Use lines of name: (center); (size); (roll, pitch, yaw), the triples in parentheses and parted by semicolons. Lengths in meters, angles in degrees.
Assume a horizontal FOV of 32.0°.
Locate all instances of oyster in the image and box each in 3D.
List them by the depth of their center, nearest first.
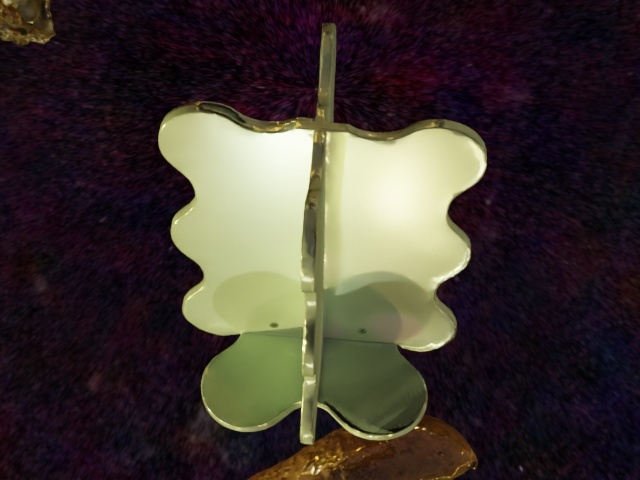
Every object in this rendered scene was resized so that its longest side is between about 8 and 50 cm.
oyster: (-0.266, -0.200, 0.886); (0.056, 0.177, 0.105); (-33, 87, 18)

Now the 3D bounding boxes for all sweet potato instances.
sweet potato: (-0.036, 0.238, 0.922); (0.341, 0.114, 0.092); (-35, 58, 22)

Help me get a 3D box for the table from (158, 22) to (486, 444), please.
table: (0.000, 0.000, 0.611); (0.166, 0.166, 0.198); (1, 142, 0)
